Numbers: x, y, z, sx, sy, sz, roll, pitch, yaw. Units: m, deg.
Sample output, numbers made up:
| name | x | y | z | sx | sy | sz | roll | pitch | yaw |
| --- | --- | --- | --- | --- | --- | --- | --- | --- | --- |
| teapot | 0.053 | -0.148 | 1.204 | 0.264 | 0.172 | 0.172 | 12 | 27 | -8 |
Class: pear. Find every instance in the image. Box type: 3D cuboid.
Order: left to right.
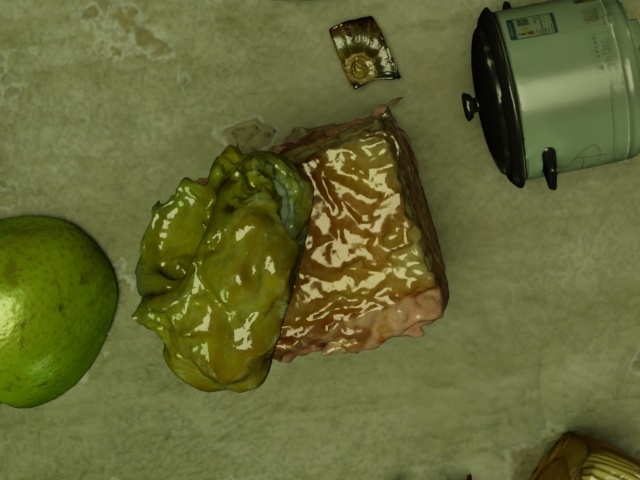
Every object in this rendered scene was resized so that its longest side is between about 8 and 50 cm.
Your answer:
| name | x | y | z | sx | sy | sz | roll | pitch | yaw |
| --- | --- | --- | --- | --- | --- | --- | --- | --- | --- |
| pear | -0.415 | 0.092 | 1.802 | 0.239 | 0.139 | 0.288 | -29 | 96 | 1 |

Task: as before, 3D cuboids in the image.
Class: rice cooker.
| name | x | y | z | sx | sy | sz | roll | pitch | yaw |
| --- | --- | --- | --- | --- | --- | --- | --- | --- | --- |
| rice cooker | 0.298 | -0.197 | 1.622 | 0.227 | 0.241 | 0.280 | -12 | 62 | 3 |

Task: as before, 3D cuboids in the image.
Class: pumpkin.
| name | x | y | z | sx | sy | sz | roll | pitch | yaw |
| --- | --- | --- | --- | --- | --- | --- | --- | --- | --- |
| pumpkin | 0.061 | -0.261 | 1.741 | 0.073 | 0.035 | 0.101 | -21 | 93 | -3 |

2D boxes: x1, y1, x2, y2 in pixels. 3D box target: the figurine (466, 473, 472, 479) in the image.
| name | x | y | z | sx | sy | sz | roll | pitch | yaw |
| --- | --- | --- | --- | --- | --- | --- | --- | --- | --- |
| figurine | 0.101 | 0.437 | 1.793 | 0.226 | 0.160 | 0.183 | 1 | 98 | 14 |

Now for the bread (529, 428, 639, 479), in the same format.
| name | x | y | z | sx | sy | sz | roll | pitch | yaw |
| --- | --- | --- | --- | --- | --- | --- | --- | --- | --- |
| bread | 0.368 | 0.378 | 1.673 | 0.156 | 0.288 | 0.204 | 29 | 89 | 3 |

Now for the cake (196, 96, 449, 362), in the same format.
| name | x | y | z | sx | sy | sz | roll | pitch | yaw |
| --- | --- | --- | --- | --- | --- | --- | --- | --- | --- |
| cake | 0.000 | 0.000 | 1.651 | 0.314 | 0.307 | 0.293 | -17 | 100 | 8 |

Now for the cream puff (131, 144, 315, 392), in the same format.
| name | x | y | z | sx | sy | sz | roll | pitch | yaw |
| --- | --- | --- | --- | --- | --- | --- | --- | --- | --- |
| cream puff | -0.114 | 0.026 | 1.381 | 0.185 | 0.282 | 0.281 | 14 | 100 | 2 |
